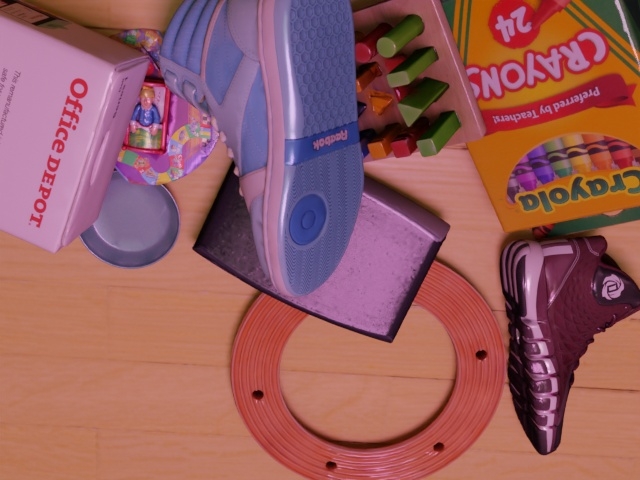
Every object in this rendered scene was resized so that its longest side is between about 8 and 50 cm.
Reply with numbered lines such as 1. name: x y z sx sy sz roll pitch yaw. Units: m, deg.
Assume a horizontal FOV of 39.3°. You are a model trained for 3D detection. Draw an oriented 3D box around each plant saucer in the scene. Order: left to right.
1. plant saucer: -0.218 -0.026 1.022 0.119 0.021 0.119 -1 112 -2

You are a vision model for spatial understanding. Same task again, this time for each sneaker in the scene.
1. sneaker: -0.069 -0.112 0.910 0.208 0.127 0.319 14 109 39
2. sneaker: 0.308 0.121 1.054 0.162 0.106 0.281 -12 115 -5

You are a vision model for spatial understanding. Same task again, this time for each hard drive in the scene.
1. hard drive: 0.000 0.000 0.995 0.254 0.054 0.172 26 99 -3

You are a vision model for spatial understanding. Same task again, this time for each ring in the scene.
1. ring: 0.058 0.159 1.098 0.336 0.032 0.337 -1 112 -2

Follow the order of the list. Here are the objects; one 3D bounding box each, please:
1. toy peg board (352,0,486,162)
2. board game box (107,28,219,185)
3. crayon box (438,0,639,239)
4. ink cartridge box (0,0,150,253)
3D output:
1. toy peg board: 0.060 -0.150 0.910 0.160 0.079 0.161 -8 116 38
2. board game box: -0.191 -0.138 0.959 0.133 0.033 0.169 -37 101 6
3. crayon box: 0.249 -0.133 0.917 0.202 0.081 0.319 -14 114 35
4. ink cartridge box: -0.338 -0.141 0.900 0.278 0.117 0.201 23 109 1
